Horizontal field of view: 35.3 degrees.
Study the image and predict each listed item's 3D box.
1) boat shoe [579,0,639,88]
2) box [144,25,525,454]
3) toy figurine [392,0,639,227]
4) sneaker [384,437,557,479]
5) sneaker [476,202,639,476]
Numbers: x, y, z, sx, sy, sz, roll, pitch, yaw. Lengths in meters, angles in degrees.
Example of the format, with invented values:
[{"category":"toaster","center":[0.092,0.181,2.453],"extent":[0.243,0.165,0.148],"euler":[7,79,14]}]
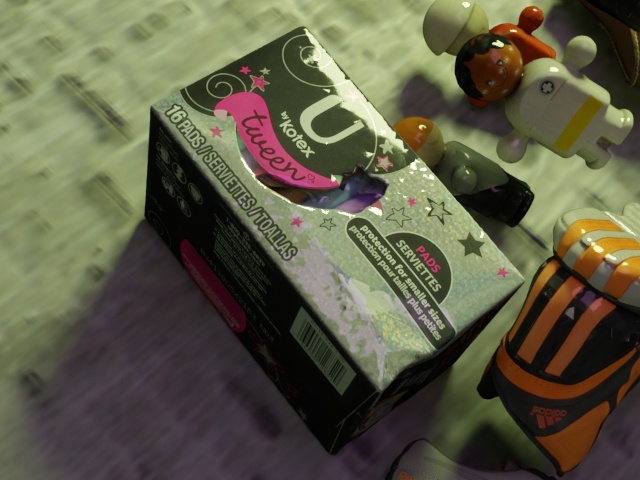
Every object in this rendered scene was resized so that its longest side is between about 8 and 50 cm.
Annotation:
[{"category":"boat shoe","center":[0.274,-0.248,0.972],"extent":[0.095,0.095,0.257],"euler":[-2,57,2]},{"category":"box","center":[0.000,0.000,0.730],"extent":[0.142,0.163,0.247],"euler":[-34,75,-24]},{"category":"toy figurine","center":[0.153,-0.138,0.810],"extent":[0.148,0.213,0.209],"euler":[30,65,-10]},{"category":"sneaker","center":[0.167,0.214,0.696],"extent":[0.271,0.100,0.108],"euler":[20,55,-1]},{"category":"sneaker","center":[0.218,0.073,0.764],"extent":[0.321,0.180,0.124],"euler":[5,31,-49]}]
